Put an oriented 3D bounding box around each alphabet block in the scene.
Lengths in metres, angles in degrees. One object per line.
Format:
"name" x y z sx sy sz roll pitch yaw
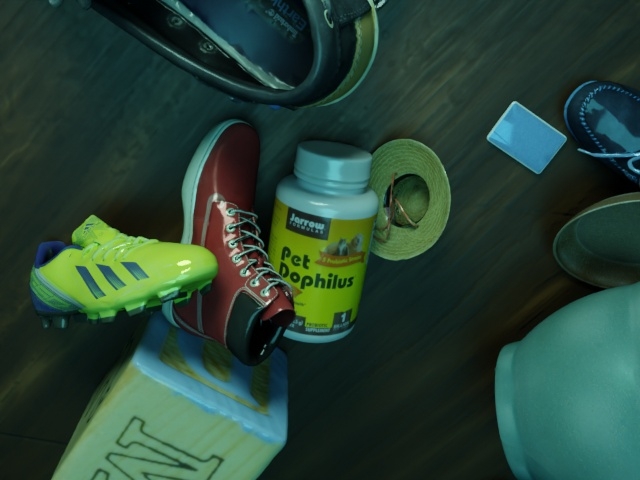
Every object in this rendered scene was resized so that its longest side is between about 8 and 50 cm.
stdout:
"alphabet block" -0.169 0.211 0.747 0.193 0.192 0.197 33 106 -13

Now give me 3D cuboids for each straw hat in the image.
"straw hat" 0.108 -0.047 0.719 0.061 0.144 0.145 -3 119 -43

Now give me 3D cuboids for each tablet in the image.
"tablet" 0.244 -0.121 0.730 0.083 0.006 0.054 30 108 -13

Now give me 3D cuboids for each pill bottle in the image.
"pill bottle" 0.000 0.000 0.707 0.117 0.117 0.215 7 111 -6

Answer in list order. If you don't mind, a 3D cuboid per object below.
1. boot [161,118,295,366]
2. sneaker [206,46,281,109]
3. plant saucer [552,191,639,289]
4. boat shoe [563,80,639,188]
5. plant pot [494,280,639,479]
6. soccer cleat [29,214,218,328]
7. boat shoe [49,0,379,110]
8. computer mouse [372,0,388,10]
"boot" -0.074 -0.002 0.652 0.088 0.176 0.244 9 96 -46
"sneaker" -0.095 -0.178 0.667 0.135 0.052 0.058 19 117 -8
"plant saucer" 0.379 -0.001 0.726 0.198 0.036 0.199 11 150 6
"boat shoe" 0.398 -0.099 0.702 0.258 0.089 0.109 27 108 -13
"plant pot" 0.329 0.203 0.742 0.196 0.293 0.293 -13 115 31
"soccer cleat" -0.225 0.026 0.659 0.289 0.093 0.121 -12 86 38
"boat shoe" -0.168 -0.285 0.534 0.500 0.156 0.187 36 119 -5
"computer mouse" 0.000 -0.350 0.599 0.262 0.060 0.184 30 104 -26
